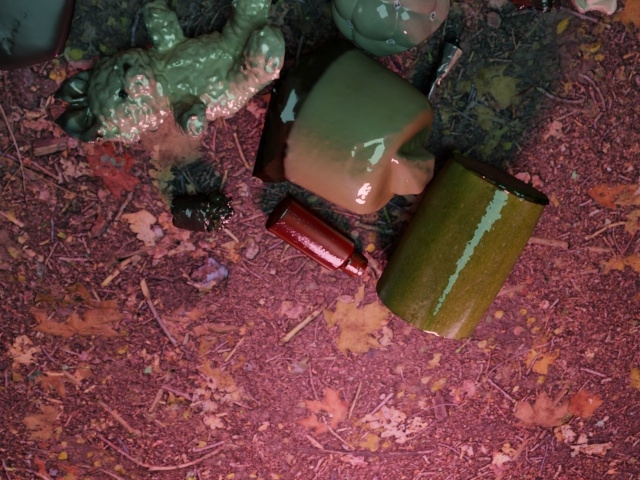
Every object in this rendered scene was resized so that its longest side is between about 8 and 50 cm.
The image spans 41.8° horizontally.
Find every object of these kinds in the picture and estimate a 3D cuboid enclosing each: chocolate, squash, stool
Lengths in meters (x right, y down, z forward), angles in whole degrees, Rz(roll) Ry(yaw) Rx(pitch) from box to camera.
[{"bbox_3d":[0.077,-0.205,1.694,0.326,0.297,0.314,-28,147,-41],"label":"chocolate"},{"bbox_3d":[0.326,0.005,1.938,0.263,0.263,0.385,19,111,-19],"label":"squash"},{"bbox_3d":[-0.582,-0.448,1.603,0.232,0.141,0.232,-4,117,-8],"label":"stool"}]

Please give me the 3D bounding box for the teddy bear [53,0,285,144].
[{"bbox_3d":[-0.307,-0.340,1.624,0.362,0.328,0.375,-2,158,-27],"label":"teddy bear"}]

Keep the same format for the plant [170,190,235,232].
[{"bbox_3d":[-0.264,-0.063,1.889,0.143,0.094,0.092,-2,106,-5],"label":"plant"}]

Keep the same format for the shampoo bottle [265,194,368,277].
[{"bbox_3d":[0.000,0.000,1.983,0.260,0.064,0.102,34,106,-24],"label":"shampoo bottle"}]

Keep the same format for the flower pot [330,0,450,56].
[{"bbox_3d":[0.133,-0.494,1.659,0.246,0.246,0.195,-36,121,8],"label":"flower pot"}]

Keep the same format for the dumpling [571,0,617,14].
[{"bbox_3d":[0.575,-0.575,1.776,0.136,0.118,0.199,-7,91,9],"label":"dumpling"}]

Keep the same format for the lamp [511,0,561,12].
[{"bbox_3d":[0.466,-0.605,1.736,0.118,0.118,0.253,3,108,-12],"label":"lamp"}]

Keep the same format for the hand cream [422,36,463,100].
[{"bbox_3d":[0.234,-0.340,1.853,0.052,0.075,0.248,30,105,-17],"label":"hand cream"}]
